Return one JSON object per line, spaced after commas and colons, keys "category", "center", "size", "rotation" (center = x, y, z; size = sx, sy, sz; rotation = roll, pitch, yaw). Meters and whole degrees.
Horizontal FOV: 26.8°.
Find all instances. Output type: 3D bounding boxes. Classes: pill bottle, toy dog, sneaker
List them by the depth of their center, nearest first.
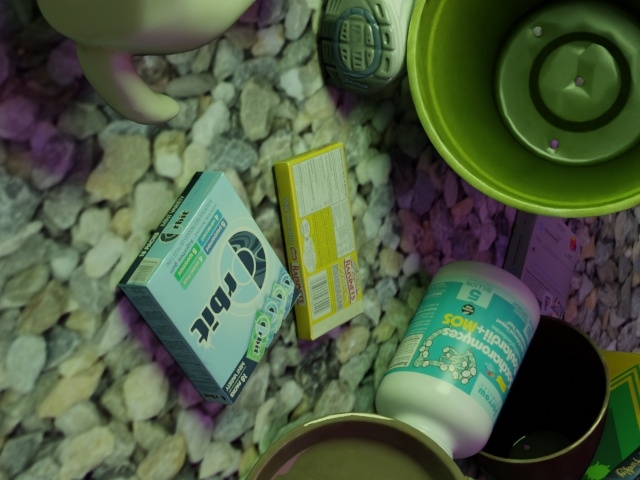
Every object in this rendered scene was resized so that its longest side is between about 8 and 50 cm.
{"category": "toy dog", "center": [-0.064, -0.325, 1.205], "size": [0.408, 0.285, 0.395], "rotation": [-29, 115, -50]}
{"category": "sneaker", "center": [0.059, -0.319, 1.529], "size": [0.129, 0.111, 0.297], "rotation": [-23, 118, -63]}
{"category": "pill bottle", "center": [0.160, 0.163, 1.636], "size": [0.146, 0.146, 0.264], "rotation": [56, 50, -38]}

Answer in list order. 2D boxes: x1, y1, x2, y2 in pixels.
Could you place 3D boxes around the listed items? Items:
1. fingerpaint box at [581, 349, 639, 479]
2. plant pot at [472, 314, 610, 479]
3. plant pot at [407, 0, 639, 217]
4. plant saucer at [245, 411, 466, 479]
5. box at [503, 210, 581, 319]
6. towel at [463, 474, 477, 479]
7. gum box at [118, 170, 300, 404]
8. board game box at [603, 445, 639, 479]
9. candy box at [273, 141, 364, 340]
{"category": "fingerpaint box", "center": [0.466, 0.455, 2.045], "size": [0.371, 0.163, 0.444], "rotation": [-47, 128, -39]}
{"category": "plant pot", "center": [0.286, 0.249, 1.783], "size": [0.215, 0.215, 0.230], "rotation": [-64, 151, -28]}
{"category": "plant pot", "center": [0.315, -0.209, 1.642], "size": [0.353, 0.367, 0.366], "rotation": [-3, 95, -77]}
{"category": "plant saucer", "center": [0.039, 0.325, 1.450], "size": [0.278, 0.041, 0.277], "rotation": [3, 74, -11]}
{"category": "box", "center": [0.310, 0.054, 1.917], "size": [0.145, 0.038, 0.186], "rotation": [37, 64, -48]}
{"category": "towel", "center": [0.062, 0.416, 1.469], "size": [0.040, 0.272, 0.370], "rotation": [124, -14, -72]}
{"category": "gum box", "center": [-0.107, 0.049, 1.363], "size": [0.157, 0.041, 0.184], "rotation": [-59, 135, -33]}
{"category": "board game box", "center": [0.455, 0.411, 1.859], "size": [0.165, 0.042, 0.243], "rotation": [-24, 111, -48]}
{"category": "candy box", "center": [0.000, 0.000, 1.513], "size": [0.105, 0.027, 0.205], "rotation": [-25, 113, -52]}
